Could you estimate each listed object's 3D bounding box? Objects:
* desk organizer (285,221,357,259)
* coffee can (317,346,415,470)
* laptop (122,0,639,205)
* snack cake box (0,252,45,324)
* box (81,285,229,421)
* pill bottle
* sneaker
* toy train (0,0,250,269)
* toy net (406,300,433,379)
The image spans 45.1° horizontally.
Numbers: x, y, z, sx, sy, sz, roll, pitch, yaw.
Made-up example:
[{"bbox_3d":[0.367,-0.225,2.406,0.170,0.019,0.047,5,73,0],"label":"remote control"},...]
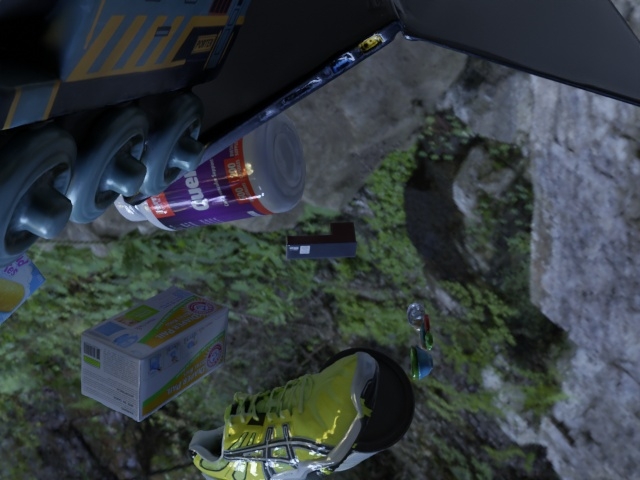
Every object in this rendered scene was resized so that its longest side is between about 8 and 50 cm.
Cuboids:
[{"bbox_3d":[0.000,0.000,1.427,0.130,0.050,0.047,-2,143,-6],"label":"desk organizer"},{"bbox_3d":[0.056,0.354,1.581,0.201,0.201,0.275,-23,163,-21],"label":"coffee can"},{"bbox_3d":[0.051,-0.196,0.740,0.408,0.382,0.236,-29,131,20],"label":"laptop"},{"bbox_3d":[-0.649,0.033,1.442,0.152,0.089,0.264,-50,148,-26],"label":"snack cake box"},{"bbox_3d":[-0.239,0.160,1.139,0.203,0.114,0.103,-30,133,-56],"label":"box"},{"bbox_3d":[-0.199,-0.117,1.334,0.323,0.181,0.181,-9,148,23],"label":"pill bottle"},{"bbox_3d":[-0.062,0.284,1.159,0.147,0.145,0.384,37,120,-16],"label":"sneaker"},{"bbox_3d":[-0.138,-0.113,0.425,0.190,0.142,0.334,-63,176,19],"label":"toy train"},{"bbox_3d":[0.210,0.191,1.665,0.045,0.232,0.122,-5,120,3],"label":"toy net"}]
